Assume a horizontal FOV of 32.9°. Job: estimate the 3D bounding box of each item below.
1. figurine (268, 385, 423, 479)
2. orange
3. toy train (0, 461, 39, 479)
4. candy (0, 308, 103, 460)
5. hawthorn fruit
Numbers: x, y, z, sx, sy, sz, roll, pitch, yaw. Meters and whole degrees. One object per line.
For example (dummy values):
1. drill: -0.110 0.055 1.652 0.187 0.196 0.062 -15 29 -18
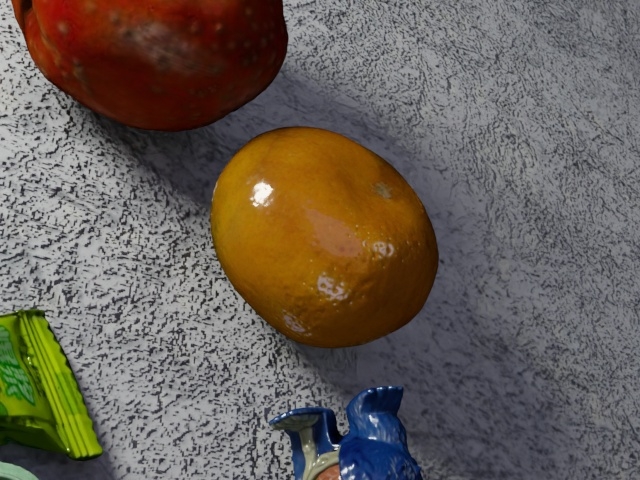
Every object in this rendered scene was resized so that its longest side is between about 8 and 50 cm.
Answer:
1. figurine: 0.038 0.261 0.947 0.121 0.164 0.262 52 37 -59
2. orange: 0.000 0.000 1.077 0.240 0.171 0.240 25 40 -24
3. toy train: -0.250 0.287 0.696 0.304 0.150 0.221 -22 71 -45
4. candy: -0.295 0.123 0.848 0.246 0.069 0.149 -7 61 -40
5. hawthorn fruit: -0.198 -0.246 1.073 0.330 0.287 0.287 -4 61 -22
